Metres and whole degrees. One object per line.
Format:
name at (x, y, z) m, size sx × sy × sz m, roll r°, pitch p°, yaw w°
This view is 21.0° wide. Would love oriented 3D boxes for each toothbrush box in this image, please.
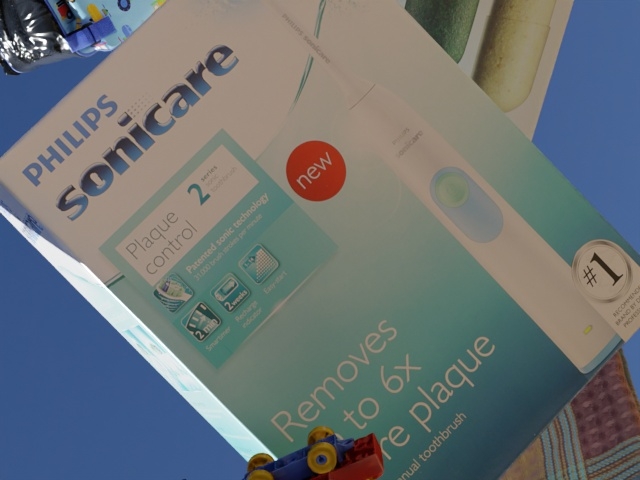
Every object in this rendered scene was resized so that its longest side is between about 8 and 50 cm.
toothbrush box at (0.000, 0.000, 0.925) m, size 0.216 × 0.126 × 0.295 m, roll -44°, pitch -86°, yaw -12°

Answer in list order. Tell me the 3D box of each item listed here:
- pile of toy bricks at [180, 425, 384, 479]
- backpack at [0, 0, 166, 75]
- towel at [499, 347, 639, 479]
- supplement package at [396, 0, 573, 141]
pile of toy bricks at (-0.055, 0.175, 0.780) m, size 0.118 × 0.212 × 0.105 m, roll -88°, pitch -27°, yaw -78°
backpack at (-0.184, -0.226, 1.216) m, size 0.158 × 0.117 × 0.173 m, roll -44°, pitch -64°, yaw -41°
towel at (0.100, 0.220, 1.441) m, size 0.040 × 0.370 × 0.271 m, roll 50°, pitch -160°, yaw -35°
supplement package at (0.051, -0.207, 1.125) m, size 0.198 × 0.199 × 0.263 m, roll -114°, pitch 36°, yaw -65°
